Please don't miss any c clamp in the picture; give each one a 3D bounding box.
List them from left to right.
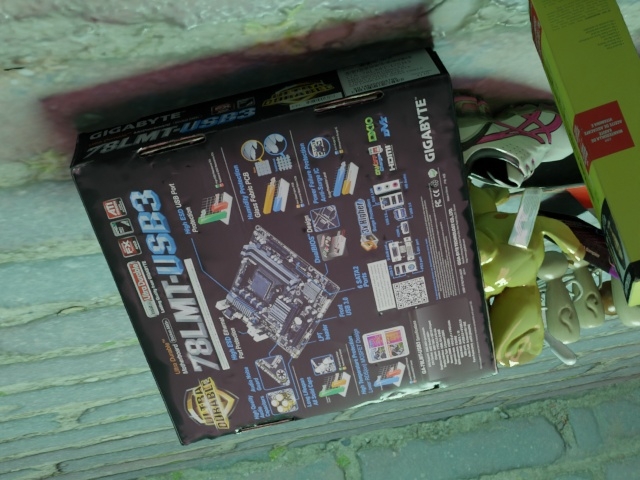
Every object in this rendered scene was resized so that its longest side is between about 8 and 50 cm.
[{"bbox_3d":[0.397,0.072,1.525,0.160,0.022,0.137,-25,158,30],"label":"c clamp"}]

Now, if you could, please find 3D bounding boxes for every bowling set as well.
[{"bbox_3d":[0.413,0.041,1.323,0.287,0.154,0.200,-12,180,-6],"label":"bowling set"}]

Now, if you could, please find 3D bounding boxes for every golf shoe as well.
[{"bbox_3d":[0.171,-0.081,0.850,0.186,0.086,0.067,-2,155,-34],"label":"golf shoe"}]

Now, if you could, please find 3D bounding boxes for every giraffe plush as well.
[{"bbox_3d":[0.141,0.009,0.938,0.181,0.170,0.210,19,110,-23],"label":"giraffe plush"}]

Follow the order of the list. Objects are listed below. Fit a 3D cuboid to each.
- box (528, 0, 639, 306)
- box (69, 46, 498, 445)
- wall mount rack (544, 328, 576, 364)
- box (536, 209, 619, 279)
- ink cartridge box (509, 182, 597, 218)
[{"bbox_3d":[0.211,-0.076,0.663,0.058,0.232,0.087,-17,162,11],"label":"box"},{"bbox_3d":[-0.018,0.017,0.773,0.293,0.073,0.296,-13,120,3],"label":"box"},{"bbox_3d":[0.144,0.106,1.222,0.350,0.131,0.304,1,172,-36],"label":"wall mount rack"},{"bbox_3d":[0.344,0.009,1.141,0.116,0.162,0.029,6,110,-44],"label":"box"},{"bbox_3d":[0.417,-0.030,0.997,0.385,0.091,0.308,-6,-179,-25],"label":"ink cartridge box"}]
